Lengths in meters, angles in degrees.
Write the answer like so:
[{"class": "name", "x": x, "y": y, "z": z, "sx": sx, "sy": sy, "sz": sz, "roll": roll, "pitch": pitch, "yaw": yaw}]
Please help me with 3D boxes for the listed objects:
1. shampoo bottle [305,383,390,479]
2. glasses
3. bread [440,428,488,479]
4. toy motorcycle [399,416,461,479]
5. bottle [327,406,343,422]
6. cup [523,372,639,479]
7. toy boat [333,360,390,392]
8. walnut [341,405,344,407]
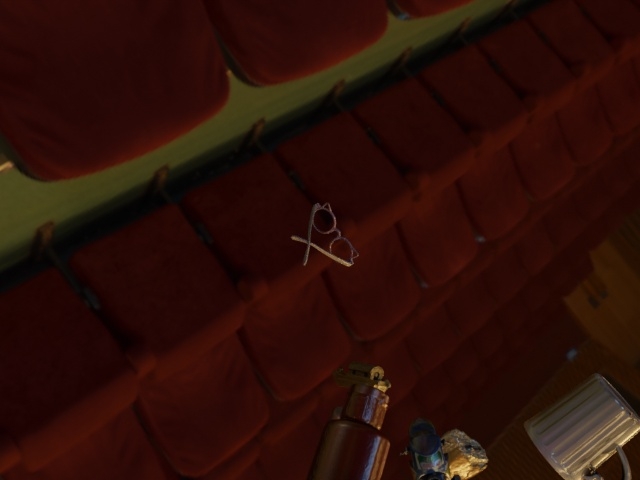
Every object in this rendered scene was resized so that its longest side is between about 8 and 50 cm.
[{"class": "shampoo bottle", "x": 0.030, "y": 0.325, "z": 1.056, "sx": 0.064, "sy": 0.102, "sz": 0.260, "roll": 56, "pitch": 48, "yaw": -51}, {"class": "glasses", "x": 0.000, "y": 0.000, "z": 1.504, "sx": 0.063, "sy": 0.139, "sz": 0.104, "roll": -31, "pitch": 176, "yaw": 35}, {"class": "bread", "x": 0.293, "y": 0.471, "z": 1.683, "sx": 0.125, "sy": 0.082, "sz": 0.106, "roll": 29, "pitch": 111, "yaw": -41}, {"class": "toy motorcycle", "x": 0.177, "y": 0.364, "z": 1.275, "sx": 0.092, "sy": 0.135, "sz": 0.254, "roll": -12, "pitch": -177, "yaw": 4}, {"class": "bottle", "x": 0.035, "y": 0.485, "z": 1.958, "sx": 0.053, "sy": 0.053, "sz": 0.140, "roll": -25, "pitch": 137, "yaw": -64}, {"class": "cup", "x": 0.589, "y": 0.424, "z": 1.691, "sx": 0.202, "sy": 0.221, "sz": 0.167, "roll": -43, "pitch": 170, "yaw": 12}, {"class": "toy boat", "x": 0.121, "y": 0.412, "z": 2.362, "sx": 0.068, "sy": 0.088, "sz": 0.226, "roll": 16, "pitch": 171, "yaw": -36}, {"class": "walnut", "x": 0.089, "y": 0.570, "z": 2.496, "sx": 0.092, "sy": 0.092, "sz": 0.092, "roll": -37, "pitch": 174, "yaw": -4}]
